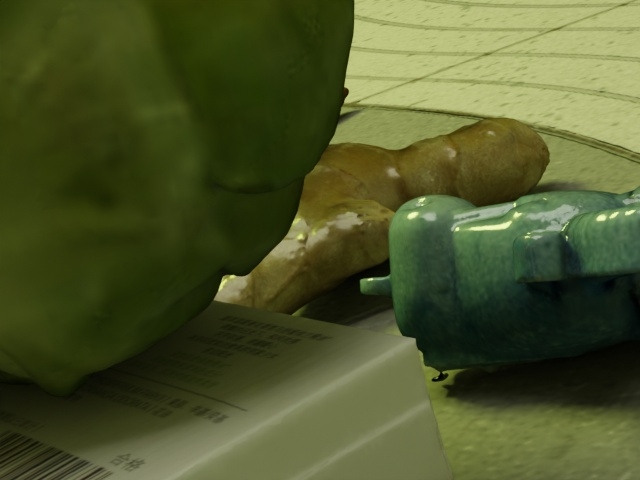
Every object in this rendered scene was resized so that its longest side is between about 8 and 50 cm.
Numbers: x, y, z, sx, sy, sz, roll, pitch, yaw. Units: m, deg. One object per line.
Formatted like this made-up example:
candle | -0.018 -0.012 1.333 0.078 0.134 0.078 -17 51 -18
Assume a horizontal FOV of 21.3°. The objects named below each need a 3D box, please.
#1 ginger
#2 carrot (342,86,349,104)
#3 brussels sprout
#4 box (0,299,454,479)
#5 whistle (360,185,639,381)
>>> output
ginger | 0.000 0.000 1.020 0.148 0.081 0.333 17 36 35
carrot | -0.047 -0.088 1.385 0.047 0.047 0.191 1 21 45
brussels sprout | -0.135 -0.059 0.704 0.328 0.247 0.328 -21 1 0
box | -0.094 0.109 0.711 0.194 0.111 0.260 -27 17 -30
whistle | 0.143 0.010 0.812 0.269 0.093 0.180 -9 -3 22
